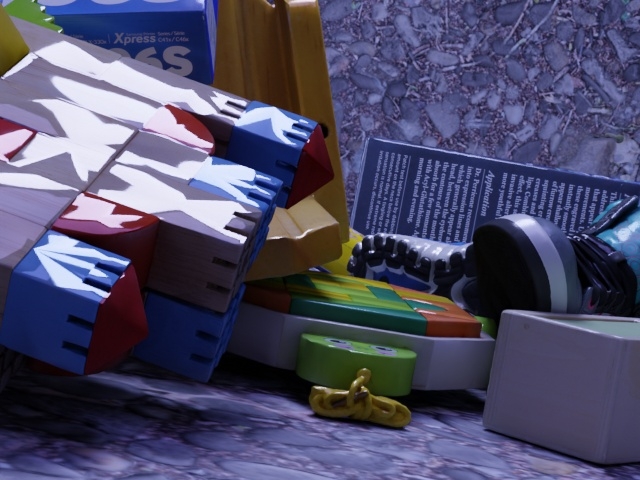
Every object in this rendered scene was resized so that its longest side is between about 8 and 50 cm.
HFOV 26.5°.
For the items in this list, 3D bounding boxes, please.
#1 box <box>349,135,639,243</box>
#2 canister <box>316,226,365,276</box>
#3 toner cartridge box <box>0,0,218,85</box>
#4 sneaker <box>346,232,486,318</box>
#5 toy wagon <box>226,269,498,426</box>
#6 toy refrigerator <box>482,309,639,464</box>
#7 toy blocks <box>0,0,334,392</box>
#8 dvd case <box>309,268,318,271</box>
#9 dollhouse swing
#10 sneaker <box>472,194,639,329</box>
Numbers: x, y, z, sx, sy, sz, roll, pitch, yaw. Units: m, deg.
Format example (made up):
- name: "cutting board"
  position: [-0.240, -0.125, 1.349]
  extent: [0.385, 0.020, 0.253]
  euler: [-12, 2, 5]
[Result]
- name: "box"
  position: [0.262, -0.012, 2.001]
  extent: [0.396, 0.212, 0.293]
  euler: [11, 3, 11]
- name: "canister"
  position: [0.000, 0.000, 1.721]
  extent: [0.170, 0.073, 0.126]
  euler: [31, -2, -13]
- name: "toner cartridge box"
  position: [-0.260, -0.197, 1.108]
  extent: [0.348, 0.075, 0.165]
  euler: [-2, 42, -1]
- name: "sneaker"
  position: [0.184, 0.053, 1.377]
  extent: [0.147, 0.129, 0.330]
  euler: [3, 7, -44]
- name: "toy wagon"
  position: [0.022, 0.074, 1.046]
  extent: [0.267, 0.068, 0.344]
  euler: [9, 3, -5]
- name: "toy refrigerator"
  position: [0.244, 0.102, 1.003]
  extent: [0.102, 0.094, 0.269]
  euler: [12, 4, 43]
- name: "toy blocks"
  position: [-0.147, -0.014, 0.831]
  extent: [0.261, 0.190, 0.381]
  euler: [20, 30, 5]
- name: "dvd case"
  position: [-0.068, 0.010, 1.576]
  extent: [0.164, 0.018, 0.221]
  euler: [29, 0, 35]
- name: "dollhouse swing"
  position: [-0.157, -0.099, 1.098]
  extent: [0.347, 0.315, 0.305]
  euler: [-7, -6, -5]
- name: "sneaker"
  position: [0.229, 0.025, 1.111]
  extent: [0.178, 0.123, 0.295]
  euler: [-25, -17, -1]
